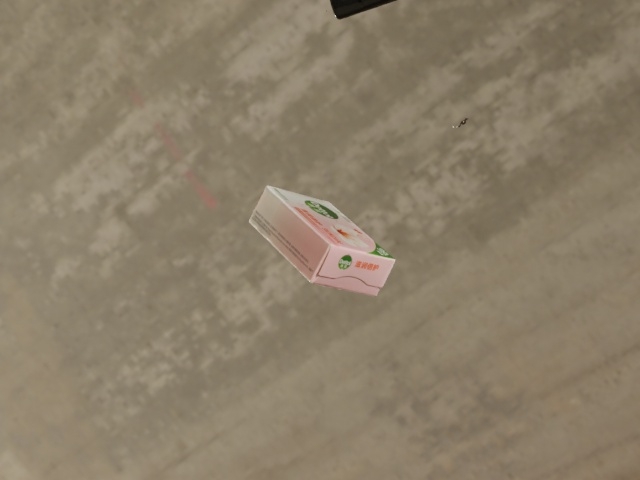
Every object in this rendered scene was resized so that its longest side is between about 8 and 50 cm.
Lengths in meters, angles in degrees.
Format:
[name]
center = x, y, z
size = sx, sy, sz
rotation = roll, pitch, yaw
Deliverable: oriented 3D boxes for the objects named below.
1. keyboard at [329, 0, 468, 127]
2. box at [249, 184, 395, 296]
[keyboard]
center = 0.034, -0.266, 1.020
size = 0.104, 0.381, 0.041
rotation = -17, -3, 13
[box]
center = 0.000, 0.000, 1.225
size = 0.125, 0.089, 0.043
rotation = 42, 111, 44
